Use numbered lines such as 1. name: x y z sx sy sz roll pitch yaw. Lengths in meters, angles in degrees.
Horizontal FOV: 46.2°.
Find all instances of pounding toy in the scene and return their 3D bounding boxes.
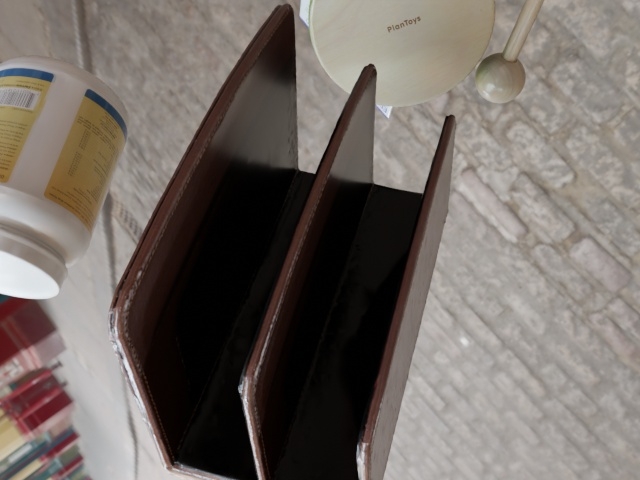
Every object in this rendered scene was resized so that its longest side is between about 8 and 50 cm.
1. pounding toy: 0.105 -0.242 0.775 0.110 0.236 0.183 -93 9 -55

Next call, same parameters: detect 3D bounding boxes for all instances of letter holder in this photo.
1. letter holder: 0.000 0.000 0.524 0.151 0.302 0.214 11 141 12

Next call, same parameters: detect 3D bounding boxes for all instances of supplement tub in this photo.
1. supplement tub: -0.278 -0.059 0.722 0.144 0.200 0.144 10 154 5

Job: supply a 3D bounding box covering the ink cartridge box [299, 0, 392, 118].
1. ink cartridge box: 0.084 -0.449 1.421 0.324 0.071 0.330 53 161 18
